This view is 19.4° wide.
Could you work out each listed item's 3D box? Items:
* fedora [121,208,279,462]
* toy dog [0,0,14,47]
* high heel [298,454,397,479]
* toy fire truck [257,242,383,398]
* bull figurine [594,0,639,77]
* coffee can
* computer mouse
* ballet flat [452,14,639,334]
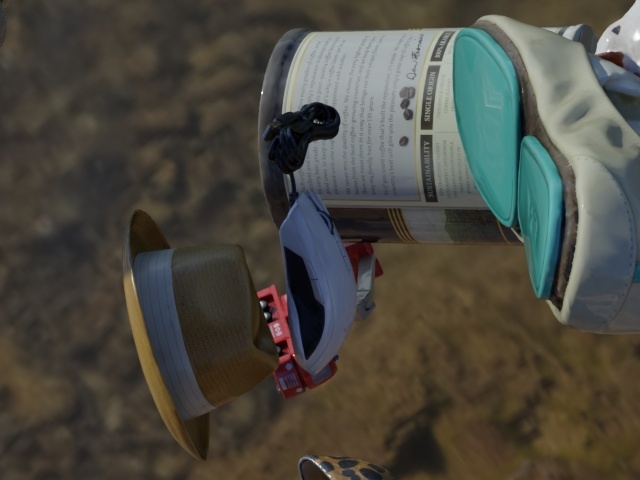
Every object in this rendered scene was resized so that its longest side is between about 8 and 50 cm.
[{"bbox_3d":[-0.077,0.058,1.295,0.079,0.194,0.194,-16,59,6],"label":"fedora"},{"bbox_3d":[-0.304,-0.315,1.782,0.220,0.161,0.333,13,51,24],"label":"toy dog"},{"bbox_3d":[0.033,0.266,1.399,0.186,0.261,0.093,35,116,0],"label":"high heel"},{"bbox_3d":[0.003,0.067,1.798,0.135,0.047,0.192,-23,30,1],"label":"toy fire truck"},{"bbox_3d":[0.259,-0.063,1.205,0.188,0.101,0.310,-21,38,29],"label":"bull figurine"},{"bbox_3d":[0.106,-0.094,1.693,0.275,0.201,0.201,1,64,21],"label":"coffee can"},{"bbox_3d":[0.000,0.000,1.337,0.042,0.106,0.193,-5,99,17],"label":"computer mouse"},{"bbox_3d":[0.108,-0.030,0.754,0.086,0.086,0.248,-24,25,6],"label":"ballet flat"}]
